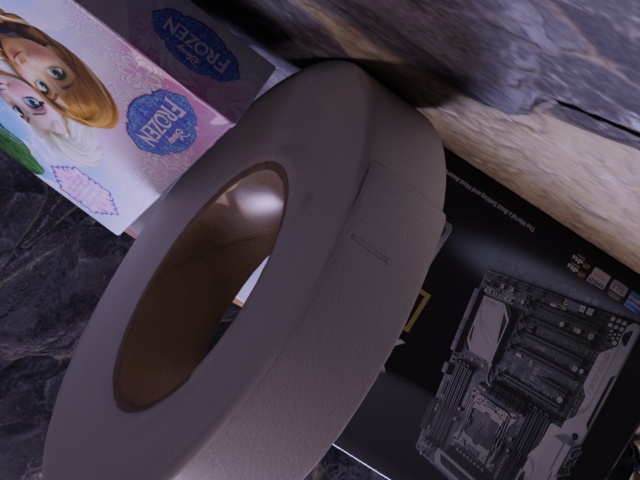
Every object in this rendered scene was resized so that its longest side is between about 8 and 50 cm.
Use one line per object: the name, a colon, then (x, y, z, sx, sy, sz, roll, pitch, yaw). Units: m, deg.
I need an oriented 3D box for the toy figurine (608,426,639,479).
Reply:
toy figurine: (0.334, 0.217, 1.700, 0.213, 0.148, 0.209, 35, 168, -13)

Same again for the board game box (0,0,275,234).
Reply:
board game box: (-0.230, -0.159, 1.165, 0.318, 0.066, 0.318, 37, 154, -9)

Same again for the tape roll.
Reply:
tape roll: (-0.062, 0.047, 1.038, 0.072, 0.392, 0.392, 35, 174, -22)

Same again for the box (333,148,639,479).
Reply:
box: (0.108, 0.082, 1.152, 0.307, 0.242, 0.076, 33, 175, -6)

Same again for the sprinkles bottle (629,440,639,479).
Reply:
sprinkles bottle: (0.310, 0.228, 2.002, 0.355, 0.121, 0.121, 28, 173, 37)

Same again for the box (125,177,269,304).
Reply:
box: (-0.112, -0.015, 1.933, 0.215, 0.168, 0.345, 28, 173, 39)
